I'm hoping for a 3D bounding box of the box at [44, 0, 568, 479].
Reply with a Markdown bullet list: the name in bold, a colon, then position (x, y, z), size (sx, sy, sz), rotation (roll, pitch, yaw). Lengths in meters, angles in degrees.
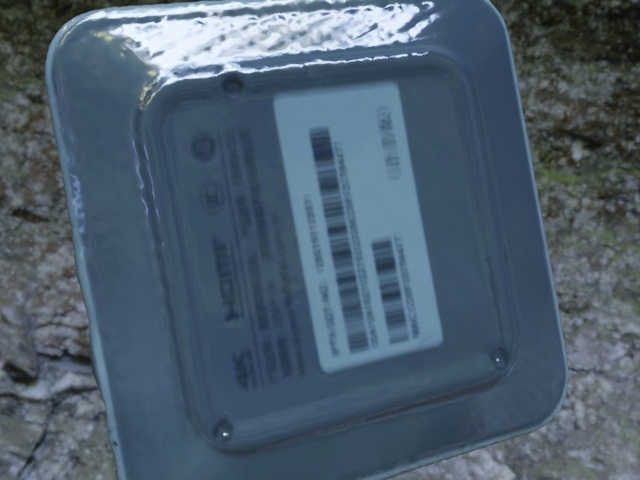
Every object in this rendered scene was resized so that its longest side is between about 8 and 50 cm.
- **box**: position (0.001, 0.001, 0.600), size (0.397, 0.395, 0.111), rotation (-12, 1, -19)
